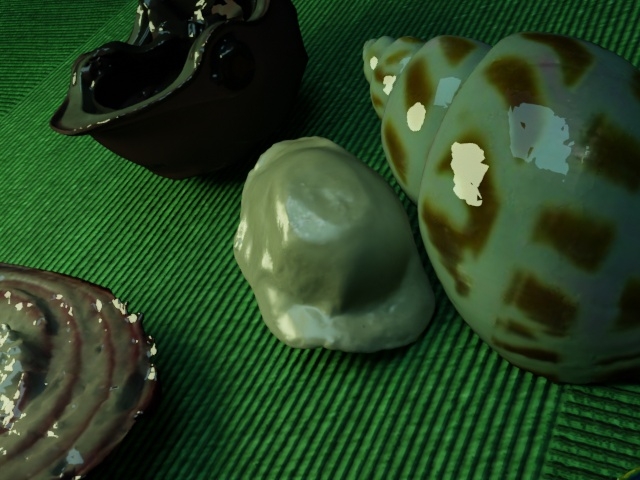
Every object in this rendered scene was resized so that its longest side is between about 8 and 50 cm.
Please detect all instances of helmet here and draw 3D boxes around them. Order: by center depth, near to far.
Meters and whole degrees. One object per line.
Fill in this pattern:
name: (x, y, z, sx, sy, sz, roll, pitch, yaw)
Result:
helmet: (-0.147, -0.191, 0.881, 0.270, 0.197, 0.338, 1, 54, 37)

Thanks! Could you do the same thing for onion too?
onion: (-0.289, 0.168, 0.627, 0.279, 0.146, 0.314, 17, 38, 19)

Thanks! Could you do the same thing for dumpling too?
dumpling: (0.000, 0.000, 0.671, 0.162, 0.132, 0.250, -28, 62, -10)

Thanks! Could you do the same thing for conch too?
conch: (0.161, -0.059, 0.615, 0.249, 0.197, 0.368, -50, 38, 2)

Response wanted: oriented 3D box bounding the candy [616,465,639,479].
candy: (0.292, 0.135, 0.455, 0.262, 0.073, 0.077, -26, 31, -11)
